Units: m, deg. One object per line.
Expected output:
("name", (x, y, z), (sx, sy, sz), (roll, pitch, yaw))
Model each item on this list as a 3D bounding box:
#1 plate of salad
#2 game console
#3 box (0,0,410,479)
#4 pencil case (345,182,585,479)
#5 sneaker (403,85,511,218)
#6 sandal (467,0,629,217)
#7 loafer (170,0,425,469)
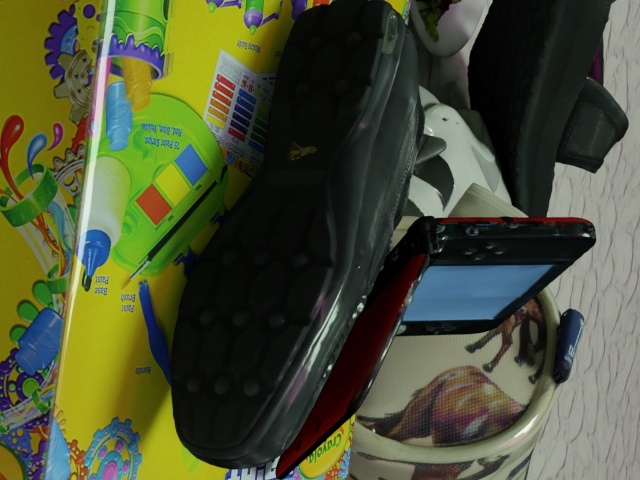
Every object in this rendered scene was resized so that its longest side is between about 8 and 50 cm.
("plate of salad", (0.114, -0.243, 1.327), (0.200, 0.048, 0.200), (-33, 127, -58))
("game console", (0.050, 0.051, 0.762), (0.144, 0.124, 0.085), (128, -41, -65))
("box", (-0.103, -0.022, 0.786), (0.290, 0.177, 0.279), (4, 94, -65))
("pencil case", (0.064, 0.149, 1.097), (0.183, 0.160, 0.410), (-43, 157, -24))
("sneaker", (0.041, -0.035, 1.182), (0.330, 0.122, 0.146), (-15, 97, -65))
("sandal", (0.187, -0.126, 1.271), (0.446, 0.107, 0.168), (97, -15, -65))
("loafer", (0.000, 0.000, 0.713), (0.078, 0.076, 0.223), (53, 47, -48))
